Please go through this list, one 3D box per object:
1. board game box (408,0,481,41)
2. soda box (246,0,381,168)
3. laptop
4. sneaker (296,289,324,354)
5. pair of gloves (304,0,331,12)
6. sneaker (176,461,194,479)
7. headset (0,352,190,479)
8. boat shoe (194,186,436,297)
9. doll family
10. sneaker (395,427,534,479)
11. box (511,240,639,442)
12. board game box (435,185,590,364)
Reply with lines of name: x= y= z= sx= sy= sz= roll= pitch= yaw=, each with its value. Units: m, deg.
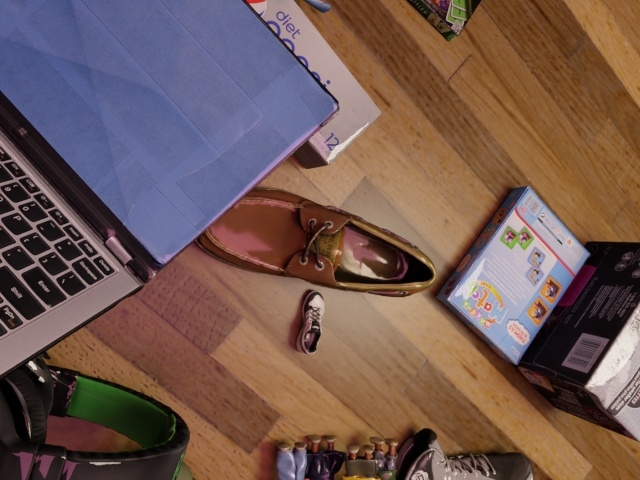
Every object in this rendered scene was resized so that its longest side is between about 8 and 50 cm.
board game box: x=0.124 y=-0.410 z=0.739 sx=0.260 sy=0.030 sz=0.136 roll=36 pitch=78 yaw=-18
soda box: x=-0.062 y=-0.221 z=0.641 sx=0.098 sy=0.091 sz=0.286 roll=-46 pitch=106 yaw=-12
laptop: x=-0.253 y=-0.137 z=0.434 sx=0.382 sy=0.408 sz=0.236 roll=47 pitch=120 yaw=0
sneaker: x=-0.007 y=0.106 z=0.704 sx=0.032 sy=0.037 sz=0.083 roll=10 pitch=87 yaw=-19
pair of gloves: x=-0.057 y=-0.341 z=0.619 sx=0.023 sy=0.159 sz=0.198 roll=-35 pitch=104 yaw=25
sneaker: x=-0.197 y=0.274 z=0.571 sx=0.064 sy=0.192 sz=0.086 roll=-35 pitch=83 yaw=11
headset: x=-0.305 y=0.125 z=0.478 sx=0.395 sy=0.243 sz=0.185 roll=17 pitch=85 yaw=-22
boat shoe: x=0.000 y=0.000 z=0.666 sx=0.308 sy=0.104 sz=0.110 roll=11 pitch=88 yaw=-21
doll family: x=0.018 y=0.314 z=0.695 sx=0.193 sy=0.076 sz=0.111 roll=3 pitch=89 yaw=4
sneaker: x=0.192 y=0.315 z=0.764 sx=0.229 sy=0.086 sz=0.132 roll=-18 pitch=96 yaw=-18
box: x=0.435 y=0.138 z=0.805 sx=0.142 sy=0.163 sz=0.247 roll=42 pitch=78 yaw=-16
board game box: x=0.290 y=0.051 z=0.813 sx=0.160 sy=0.039 sz=0.211 roll=42 pitch=77 yaw=-17
